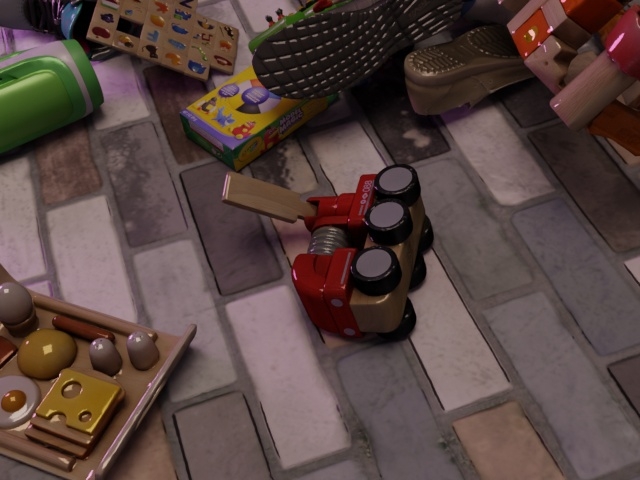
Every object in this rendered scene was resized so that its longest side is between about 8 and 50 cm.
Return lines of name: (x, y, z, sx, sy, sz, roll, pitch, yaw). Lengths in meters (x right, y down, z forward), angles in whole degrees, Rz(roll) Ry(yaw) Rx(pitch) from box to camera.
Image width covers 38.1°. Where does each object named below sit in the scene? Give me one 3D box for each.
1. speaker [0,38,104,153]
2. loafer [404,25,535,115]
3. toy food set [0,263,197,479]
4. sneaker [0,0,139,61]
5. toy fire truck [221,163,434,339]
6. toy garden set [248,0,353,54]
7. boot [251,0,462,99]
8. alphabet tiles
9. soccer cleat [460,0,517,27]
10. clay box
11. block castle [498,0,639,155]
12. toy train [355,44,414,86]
speaker: (-0.490, -0.202, 1.416, 0.297, 0.131, 0.131, -27, 52, -17)
loafer: (0.230, -0.257, 1.411, 0.269, 0.092, 0.102, -16, 49, -29)
toy food set: (-0.331, 0.147, 1.115, 0.306, 0.092, 0.219, 15, 52, 19)
sneaker: (-0.435, -0.378, 1.574, 0.296, 0.123, 0.178, -8, 39, -2)
toy fire truck: (0.000, 0.000, 1.184, 0.246, 0.158, 0.217, -1, 48, 21)
toy garden set: (0.020, -0.390, 1.461, 0.244, 0.049, 0.204, -34, 9, -37)
boot: (0.037, -0.307, 1.425, 0.338, 0.118, 0.223, -22, 15, -13)
alphabet tiles: (-0.250, -0.351, 1.522, 0.237, 0.009, 0.198, 18, 46, -18)
soccer cleat: (0.224, -0.423, 1.555, 0.116, 0.143, 0.331, -52, 33, 6)
clay box: (-0.090, -0.209, 1.426, 0.127, 0.053, 0.222, 35, 62, 30)
block castle: (0.429, -0.322, 1.278, 0.303, 0.213, 0.453, 22, 41, -29)
toy train: (0.098, -0.289, 1.487, 0.158, 0.036, 0.027, -39, 20, -28)
